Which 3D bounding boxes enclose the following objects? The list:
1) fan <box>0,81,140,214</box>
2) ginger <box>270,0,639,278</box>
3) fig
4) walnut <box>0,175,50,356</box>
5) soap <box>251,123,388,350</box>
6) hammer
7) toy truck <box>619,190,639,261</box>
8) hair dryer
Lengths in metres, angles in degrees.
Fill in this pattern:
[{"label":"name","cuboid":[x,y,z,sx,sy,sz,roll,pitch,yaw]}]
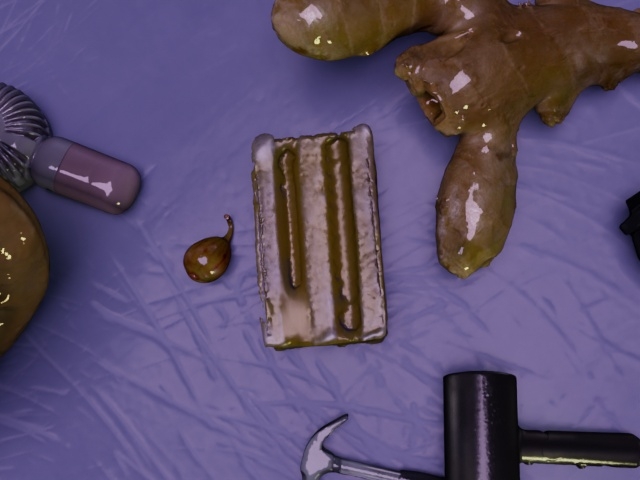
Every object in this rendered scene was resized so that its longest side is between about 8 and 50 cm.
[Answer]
[{"label":"fan","cuboid":[-0.323,-0.094,0.945,0.244,0.074,0.130,22,76,2]},{"label":"ginger","cuboid":[0.166,-0.200,0.868,0.348,0.122,0.363,-40,91,-12]},{"label":"fig","cuboid":[-0.119,0.009,0.927,0.050,0.050,0.083,26,65,7]},{"label":"walnut","cuboid":[-0.455,0.048,0.790,0.384,0.383,0.383,-1,84,5]},{"label":"soap","cuboid":[0.000,0.000,0.900,0.135,0.076,0.233,-5,83,5]},{"label":"hammer","cuboid":[0.102,0.253,0.889,0.246,0.029,0.103,10,86,5]},{"label":"toy truck","cuboid":[0.421,0.026,0.836,0.165,0.147,0.224,-30,85,26]},{"label":"hair dryer","cuboid":[0.248,0.238,0.848,0.249,0.078,0.195,3,74,-5]}]
